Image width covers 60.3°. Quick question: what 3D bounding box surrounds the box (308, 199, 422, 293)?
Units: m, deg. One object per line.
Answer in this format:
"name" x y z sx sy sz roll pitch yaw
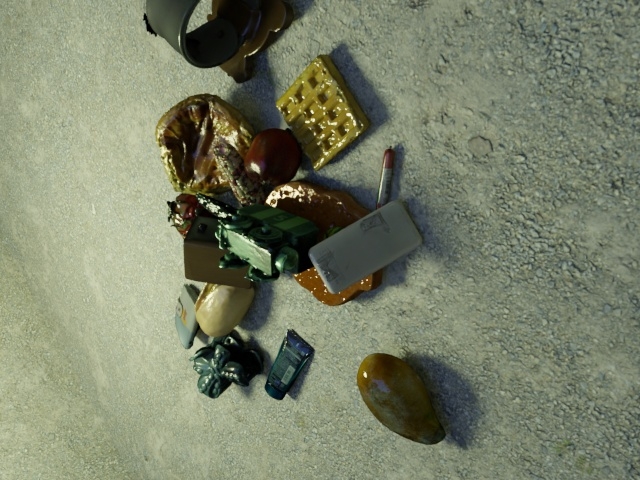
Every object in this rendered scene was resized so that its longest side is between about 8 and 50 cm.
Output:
"box" 0.118 0.017 1.462 0.285 0.044 0.142 -30 88 -1

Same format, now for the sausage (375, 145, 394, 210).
"sausage" 0.172 -0.146 1.484 0.029 0.029 0.223 23 119 32

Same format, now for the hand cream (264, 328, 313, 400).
"hand cream" -0.119 0.442 1.928 0.120 0.061 0.270 37 121 22

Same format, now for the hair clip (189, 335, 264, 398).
"hair clip" -0.361 0.459 2.066 0.310 0.194 0.206 -30 97 40

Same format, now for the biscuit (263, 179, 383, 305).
"biscuit" 0.001 0.000 1.652 0.455 0.078 0.349 35 128 26

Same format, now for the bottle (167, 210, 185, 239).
"bottle" -0.459 -0.010 2.028 0.286 0.082 0.082 55 131 11

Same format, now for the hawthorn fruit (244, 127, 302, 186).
"hawthorn fruit" -0.137 -0.254 1.620 0.169 0.169 0.188 5 73 39

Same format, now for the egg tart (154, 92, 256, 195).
"egg tart" -0.346 -0.307 1.754 0.339 0.153 0.351 -11 127 12

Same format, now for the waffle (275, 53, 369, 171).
"waffle" 0.003 -0.352 1.535 0.221 0.055 0.248 -36 81 42

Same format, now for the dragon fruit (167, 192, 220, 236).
"dragon fruit" -0.435 -0.086 1.919 0.182 0.189 0.182 -39 39 41

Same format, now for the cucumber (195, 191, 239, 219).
"cucumber" -0.313 -0.090 1.775 0.211 0.078 0.062 23 89 26

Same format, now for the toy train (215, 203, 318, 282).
"toy train" -0.157 0.007 1.586 0.299 0.238 0.167 24 120 35

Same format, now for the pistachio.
"pistachio" -0.341 0.222 1.966 0.187 0.187 0.299 45 124 18

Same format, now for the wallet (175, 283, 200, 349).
"wallet" -0.525 0.299 2.205 0.170 0.069 0.231 49 129 39

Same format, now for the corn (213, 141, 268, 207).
"corn" -0.242 -0.184 1.699 0.092 0.092 0.280 19 154 34

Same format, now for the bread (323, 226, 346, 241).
"bread" 0.057 0.032 1.531 0.130 0.071 0.139 13 112 41

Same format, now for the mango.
"mango" 0.231 0.460 1.587 0.316 0.146 0.193 48 132 -2

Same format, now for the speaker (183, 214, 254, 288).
"speaker" -0.313 0.037 1.801 0.231 0.153 0.192 10 128 0

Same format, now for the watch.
"watch" -0.302 -0.609 1.514 0.314 0.327 0.335 47 130 18
